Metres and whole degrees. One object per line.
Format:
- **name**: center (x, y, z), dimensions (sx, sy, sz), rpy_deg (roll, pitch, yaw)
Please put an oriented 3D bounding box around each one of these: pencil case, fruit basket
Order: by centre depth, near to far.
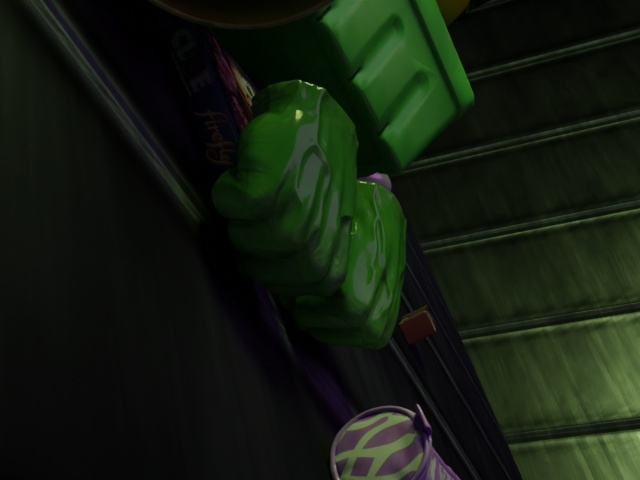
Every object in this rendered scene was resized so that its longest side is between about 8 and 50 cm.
- **pencil case**: center (0.083, 0.210, 0.698), dimensions (0.206, 0.088, 0.086), rpy_deg (53, 13, -48)
- **fruit basket**: center (0.051, -0.303, 1.049), dimensions (0.392, 0.282, 0.392), rpy_deg (4, 85, -55)

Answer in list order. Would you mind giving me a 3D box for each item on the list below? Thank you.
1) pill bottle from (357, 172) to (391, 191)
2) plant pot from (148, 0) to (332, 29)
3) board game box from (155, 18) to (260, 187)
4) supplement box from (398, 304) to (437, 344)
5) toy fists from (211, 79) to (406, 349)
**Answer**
- **pill bottle**: center (0.043, -0.091, 1.235), dimensions (0.108, 0.108, 0.180), rpy_deg (48, 19, -60)
- **plant pot**: center (-0.100, -0.346, 0.754), dimensions (0.275, 0.274, 0.293), rpy_deg (60, -5, -26)
- **board game box**: center (-0.067, -0.094, 0.827), dimensions (0.165, 0.042, 0.243), rpy_deg (67, 9, 19)
- **supplement box**: center (0.172, 0.148, 1.478), dimensions (0.043, 0.055, 0.083), rpy_deg (65, 10, 2)
- **toy fists**: center (0.000, 0.000, 0.707), dimensions (0.279, 0.096, 0.142), rpy_deg (53, 36, -55)
